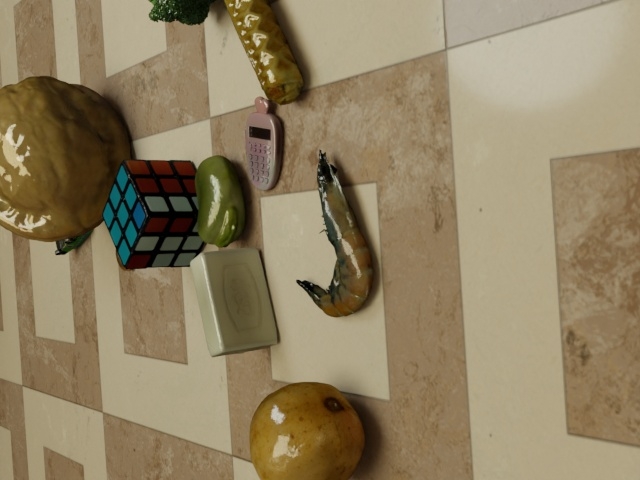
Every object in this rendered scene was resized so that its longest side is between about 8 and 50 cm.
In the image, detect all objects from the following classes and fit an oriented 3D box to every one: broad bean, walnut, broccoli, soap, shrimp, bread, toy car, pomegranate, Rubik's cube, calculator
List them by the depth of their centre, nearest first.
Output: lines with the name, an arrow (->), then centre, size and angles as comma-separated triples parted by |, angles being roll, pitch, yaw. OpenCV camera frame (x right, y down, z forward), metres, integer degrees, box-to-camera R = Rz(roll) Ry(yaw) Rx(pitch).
pomegranate -> -0.024, 0.319, 1.406 | 0.196, 0.196, 0.196 | 8, 100, 54
shrimp -> 0.000, 0.000, 1.437 | 0.198, 0.051, 0.261 | -34, 69, 51
bread -> -0.115, -0.386, 1.538 | 0.084, 0.077, 0.367 | -45, 57, 42
calculator -> -0.101, -0.171, 1.583 | 0.103, 0.024, 0.165 | 19, 111, 53
soap -> -0.155, 0.110, 1.602 | 0.064, 0.121, 0.183 | -30, 70, 52
broccoli -> -0.267, -0.488, 1.650 | 0.156, 0.195, 0.195 | 13, 106, 22
broad bean -> -0.192, -0.072, 1.668 | 0.124, 0.082, 0.174 | -18, 80, 56
Rubik's cube -> -0.322, -0.053, 1.787 | 0.162, 0.163, 0.160 | -57, 49, 35
walnut -> -0.620, -0.186, 2.067 | 0.384, 0.384, 0.383 | 8, 100, 54
shrimp -> -0.456, 0.010, 2.095 | 0.091, 0.025, 0.127 | 18, 112, 52
toy car -> -0.648, -0.018, 2.326 | 0.165, 0.063, 0.071 | -37, 63, 49
